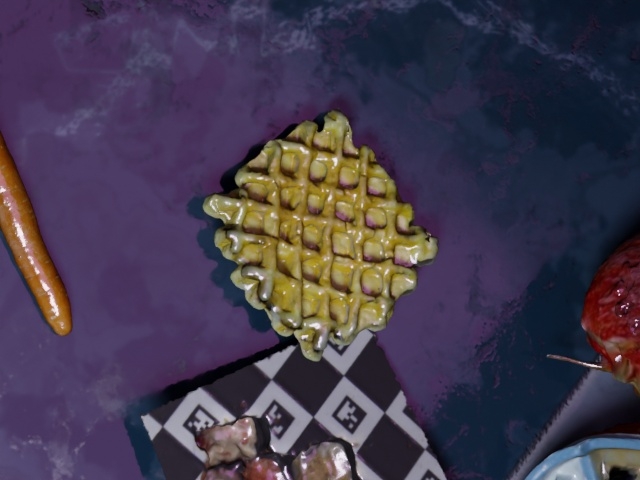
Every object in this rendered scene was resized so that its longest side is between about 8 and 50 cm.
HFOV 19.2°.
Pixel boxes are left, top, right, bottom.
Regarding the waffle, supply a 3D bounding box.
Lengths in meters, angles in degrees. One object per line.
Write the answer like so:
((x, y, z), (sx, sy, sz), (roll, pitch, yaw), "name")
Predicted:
((-0.002, 0.001, 1.904), (0.204, 0.054, 0.223), (-40, 99, -24), "waffle")

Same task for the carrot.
((-0.295, -0.020, 1.834), (0.043, 0.043, 0.248), (-25, 98, -14), "carrot")

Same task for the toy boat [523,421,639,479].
((0.331, 0.267, 1.865), (0.133, 0.332, 0.145), (-28, 111, -40), "toy boat")

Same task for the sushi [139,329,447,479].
((-0.014, 0.255, 1.895), (0.292, 0.059, 0.294), (-21, 85, -28), "sushi")

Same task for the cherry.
((0.381, 0.062, 1.956), (0.192, 0.175, 0.250), (30, 66, 14), "cherry")
